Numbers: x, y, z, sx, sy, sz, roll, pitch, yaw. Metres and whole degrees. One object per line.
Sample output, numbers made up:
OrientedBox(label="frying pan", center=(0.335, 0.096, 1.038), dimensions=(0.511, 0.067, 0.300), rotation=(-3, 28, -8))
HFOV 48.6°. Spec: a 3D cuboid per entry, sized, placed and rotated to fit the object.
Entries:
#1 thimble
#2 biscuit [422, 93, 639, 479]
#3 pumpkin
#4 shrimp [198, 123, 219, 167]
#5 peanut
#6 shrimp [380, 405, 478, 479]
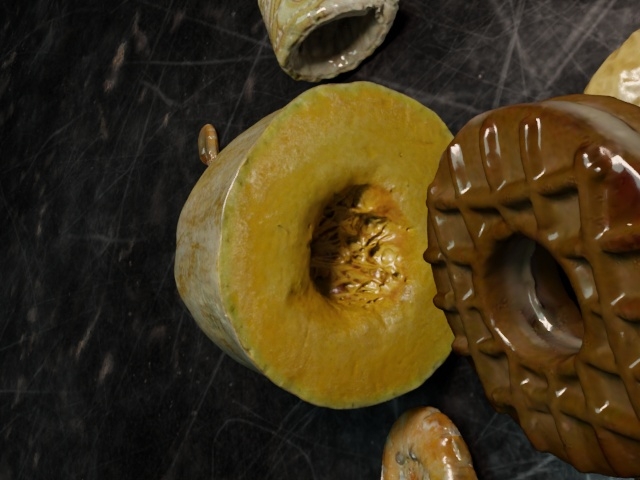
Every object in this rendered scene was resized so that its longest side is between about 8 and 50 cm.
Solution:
OrientedBox(label="thimble", center=(0.010, -0.326, 0.989), dimensions=(0.191, 0.137, 0.143), rotation=(-28, 59, 25))
OrientedBox(label="biscuit", center=(0.208, 0.037, 0.601), dimensions=(0.332, 0.103, 0.332), rotation=(47, 147, 43))
OrientedBox(label="pumpkin", center=(0.000, 0.000, 0.792), dimensions=(0.199, 0.332, 0.332), rotation=(7, 83, 60))
OrientedBox(label="shrimp", center=(-0.195, -0.152, 1.232), dimensions=(0.059, 0.023, 0.108), rotation=(-38, 53, 44))
OrientedBox(label="peanut", center=(0.289, -0.093, 0.659), dimensions=(0.103, 0.098, 0.229), rotation=(20, 92, 66))
OrientedBox(label="shrimp", center=(0.122, 0.272, 0.763), dimensions=(0.132, 0.052, 0.187), rotation=(-55, 37, 35))
